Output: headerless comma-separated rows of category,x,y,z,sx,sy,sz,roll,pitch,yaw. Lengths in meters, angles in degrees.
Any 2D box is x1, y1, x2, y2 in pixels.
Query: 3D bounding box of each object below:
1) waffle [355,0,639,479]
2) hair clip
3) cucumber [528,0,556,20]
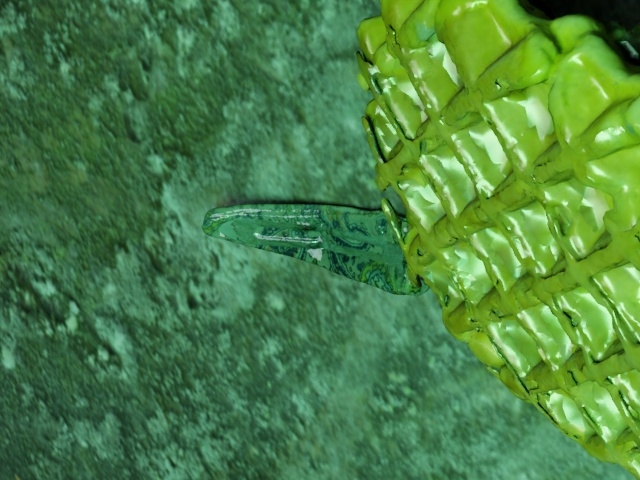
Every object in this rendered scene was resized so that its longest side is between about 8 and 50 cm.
waffle,0.156,-0.001,1.129,0.382,0.095,0.379,33,149,47
hair clip,0.002,-0.001,1.393,0.229,0.036,0.066,11,117,33
cucumber,0.127,-0.140,1.194,0.265,0.077,0.077,54,134,11
